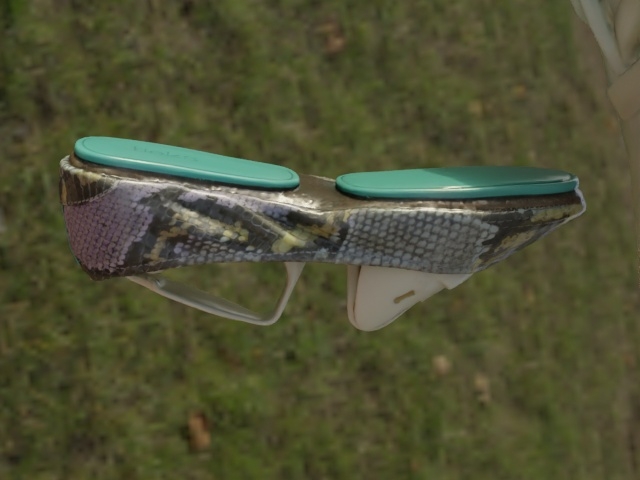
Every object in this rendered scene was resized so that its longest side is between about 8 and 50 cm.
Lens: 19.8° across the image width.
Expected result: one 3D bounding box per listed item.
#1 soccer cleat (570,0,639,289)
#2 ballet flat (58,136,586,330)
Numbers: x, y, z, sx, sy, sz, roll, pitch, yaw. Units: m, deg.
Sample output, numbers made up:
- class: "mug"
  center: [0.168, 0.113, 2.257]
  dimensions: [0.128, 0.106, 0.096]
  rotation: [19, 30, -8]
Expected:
- class: "soccer cleat"
  center: [0.080, -0.091, 0.398]
  dimensions: [0.116, 0.143, 0.331]
  rotation: [123, -15, -48]
- class: "ballet flat"
  center: [0.000, 0.000, 0.403]
  dimensions: [0.041, 0.114, 0.041]
  rotation: [-176, -90, -88]
